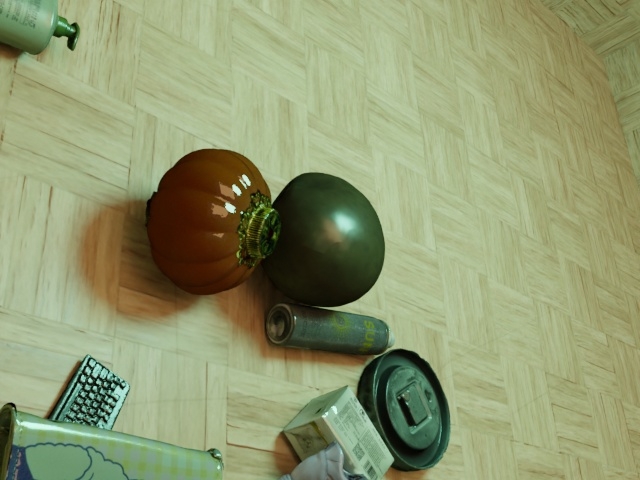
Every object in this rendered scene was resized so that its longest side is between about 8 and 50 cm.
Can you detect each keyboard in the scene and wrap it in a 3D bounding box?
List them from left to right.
[{"bbox_3d":[-0.314,0.261,0.970,0.087,0.017,0.250,44,41,-22],"label":"keyboard"}]

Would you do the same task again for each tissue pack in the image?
[{"bbox_3d":[0.030,0.329,1.255,0.148,0.099,0.106,59,34,-4],"label":"tissue pack"}]

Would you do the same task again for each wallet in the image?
[{"bbox_3d":[-0.251,0.333,0.934,0.310,0.077,0.223,26,55,-42],"label":"wallet"}]

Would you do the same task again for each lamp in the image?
[{"bbox_3d":[-0.163,-0.028,1.171,0.223,0.197,0.223,11,90,-72],"label":"lamp"}]

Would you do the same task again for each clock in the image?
[{"bbox_3d":[0.157,0.314,1.454,0.226,0.049,0.226,27,50,-38],"label":"clock"}]

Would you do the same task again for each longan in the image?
[{"bbox_3d":[0.000,0.000,1.318,0.246,0.215,0.246,50,-1,1],"label":"longan"}]

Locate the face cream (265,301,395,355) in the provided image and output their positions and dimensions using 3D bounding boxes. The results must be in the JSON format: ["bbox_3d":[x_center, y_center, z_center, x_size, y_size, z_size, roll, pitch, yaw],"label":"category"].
[{"bbox_3d":[0.029,0.160,1.376,0.284,0.073,0.073,14,58,-44],"label":"face cream"}]

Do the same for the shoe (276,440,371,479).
[{"bbox_3d":[0.045,0.415,1.163,0.245,0.137,0.095,46,2,-4],"label":"shoe"}]

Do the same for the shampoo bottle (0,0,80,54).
[{"bbox_3d":[-0.452,-0.336,1.109,0.234,0.087,0.118,16,58,-44],"label":"shampoo bottle"}]
